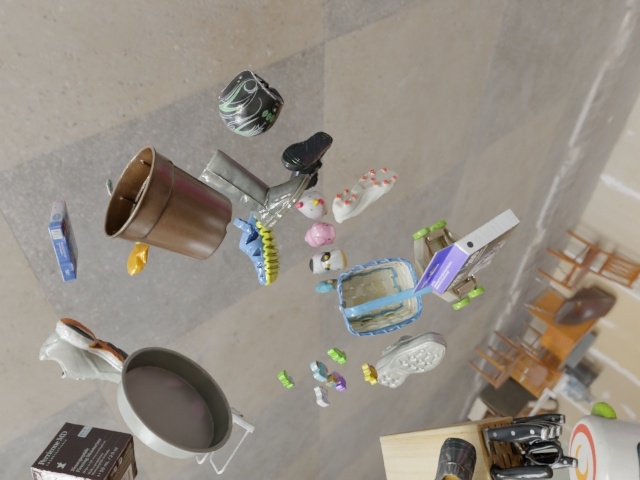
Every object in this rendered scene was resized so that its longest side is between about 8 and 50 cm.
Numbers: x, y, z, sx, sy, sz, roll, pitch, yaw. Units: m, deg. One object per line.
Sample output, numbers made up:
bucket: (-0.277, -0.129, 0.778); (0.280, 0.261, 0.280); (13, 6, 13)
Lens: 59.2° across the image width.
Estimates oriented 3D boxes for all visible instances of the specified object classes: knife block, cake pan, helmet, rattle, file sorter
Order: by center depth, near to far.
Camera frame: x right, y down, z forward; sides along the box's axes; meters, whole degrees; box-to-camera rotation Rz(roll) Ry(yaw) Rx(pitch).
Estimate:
knife block: (0.234, 0.326, 0.865); (0.276, 0.088, 0.242); (-10, 161, 3)
rattle: (-0.429, -0.029, 1.225); (0.143, 0.130, 0.199); (-45, 165, -8)
cake pan: (-0.331, 0.368, 1.274); (0.054, 0.293, 0.293); (-48, 151, 16)
helmet: (-0.198, -0.367, 1.552); (0.161, 0.169, 0.169); (-43, 152, 15)
file sorter: (-0.373, 0.542, 1.687); (0.173, 0.278, 0.193); (-57, -165, -14)

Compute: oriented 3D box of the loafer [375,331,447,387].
loafer: (0.234, 0.299, 1.504); (0.319, 0.112, 0.111); (-50, -160, 54)

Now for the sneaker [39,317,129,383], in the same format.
sneaker: (-0.562, 0.304, 1.382); (0.262, 0.099, 0.121); (44, 82, -24)

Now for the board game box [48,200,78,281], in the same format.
board game box: (-0.380, 0.000, 0.835); (0.020, 0.090, 0.090); (-11, 121, -17)

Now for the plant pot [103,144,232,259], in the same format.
plant pot: (-0.252, -0.051, 0.956); (0.165, 0.167, 0.167); (26, 103, -35)

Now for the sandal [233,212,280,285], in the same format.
sandal: (-0.235, 0.015, 2.074); (0.138, 0.317, 0.126); (-15, 165, 12)

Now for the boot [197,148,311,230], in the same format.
boot: (-0.151, -0.138, 1.274); (0.189, 0.208, 0.076); (-45, -171, 23)

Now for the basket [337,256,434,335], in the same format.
basket: (0.172, 0.153, 1.548); (0.255, 0.201, 0.289); (-15, 175, -7)

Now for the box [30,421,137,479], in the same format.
box: (-0.634, 0.627, 1.531); (0.168, 0.203, 0.166); (-69, 165, -61)

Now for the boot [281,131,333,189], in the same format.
boot: (-0.064, -0.237, 1.893); (0.246, 0.094, 0.207); (-42, 164, -45)

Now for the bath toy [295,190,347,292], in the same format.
bath toy: (0.000, 0.000, 1.875); (0.152, 0.348, 0.129); (-19, 170, 33)

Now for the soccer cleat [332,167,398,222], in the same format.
soccer cleat: (0.105, -0.111, 1.349); (0.196, 0.068, 0.076); (-31, 149, -25)

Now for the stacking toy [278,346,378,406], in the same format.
stacking toy: (0.021, 0.332, 1.394); (0.167, 0.052, 0.221); (-30, 136, 19)

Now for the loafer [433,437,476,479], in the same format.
loafer: (0.176, 0.352, 0.766); (0.061, 0.062, 0.170); (-43, 132, -57)

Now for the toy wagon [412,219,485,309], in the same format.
toy wagon: (0.429, 0.066, 1.814); (0.068, 0.267, 0.344); (-34, 171, 39)

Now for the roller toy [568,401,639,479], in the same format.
roller toy: (0.593, 0.451, 1.115); (0.191, 0.146, 0.209); (-68, 163, -68)

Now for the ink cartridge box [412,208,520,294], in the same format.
ink cartridge box: (0.312, 0.042, 1.222); (0.208, 0.045, 0.206); (-27, 157, -19)
